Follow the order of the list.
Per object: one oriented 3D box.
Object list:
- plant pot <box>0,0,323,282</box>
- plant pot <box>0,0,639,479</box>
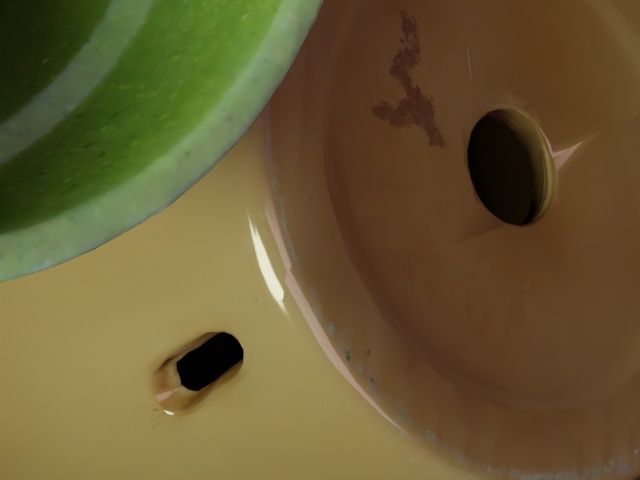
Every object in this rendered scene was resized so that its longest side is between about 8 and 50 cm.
[{"bbox_3d":[-0.174,-0.121,0.505,0.276,0.254,0.276,2,87,-41],"label":"plant pot"},{"bbox_3d":[0.000,0.000,0.632,0.290,0.203,0.291,10,73,-36],"label":"plant pot"}]
